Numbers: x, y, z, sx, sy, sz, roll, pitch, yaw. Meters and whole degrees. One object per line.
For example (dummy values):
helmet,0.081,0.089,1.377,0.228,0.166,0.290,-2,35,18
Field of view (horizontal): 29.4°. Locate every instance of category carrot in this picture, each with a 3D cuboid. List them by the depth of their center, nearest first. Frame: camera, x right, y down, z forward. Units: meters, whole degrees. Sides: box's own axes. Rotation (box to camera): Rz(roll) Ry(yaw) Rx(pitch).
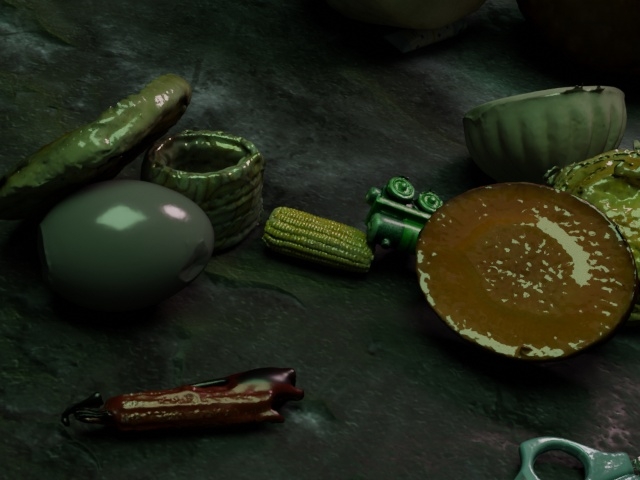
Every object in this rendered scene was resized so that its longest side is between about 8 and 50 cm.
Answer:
carrot,0.274,0.040,1.648,0.307,0.100,0.258,18,76,13

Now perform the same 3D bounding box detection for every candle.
candle,-0.165,0.199,1.492,0.301,0.059,0.084,-3,28,-17

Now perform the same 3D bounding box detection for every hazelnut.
hazelnut,0.557,-0.487,2.264,0.421,0.353,0.421,2,12,0

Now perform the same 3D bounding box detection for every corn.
corn,0.000,0.000,1.768,0.165,0.063,0.085,15,15,5

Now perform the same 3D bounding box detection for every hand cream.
hand cream,0.204,-0.393,2.308,0.170,0.043,0.065,-21,47,-29

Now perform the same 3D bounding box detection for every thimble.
thimble,-0.166,-0.070,1.756,0.190,0.143,0.137,-4,39,-16

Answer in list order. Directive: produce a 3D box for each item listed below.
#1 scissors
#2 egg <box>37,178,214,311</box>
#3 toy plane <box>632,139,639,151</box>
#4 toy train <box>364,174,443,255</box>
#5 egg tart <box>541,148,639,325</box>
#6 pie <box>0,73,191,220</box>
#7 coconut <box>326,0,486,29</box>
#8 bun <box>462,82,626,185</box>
scissors,0.406,0.287,1.516,0.360,0.029,0.191,-14,48,-29
egg,-0.255,0.007,1.618,0.232,0.176,0.176,-1,39,-18
toy plane,0.668,-0.132,2.034,0.286,0.108,0.092,-1,39,8
toy train,0.179,-0.004,1.766,0.251,0.085,0.119,18,44,-8
egg tart,0.432,-0.017,1.737,0.290,0.107,0.291,-1,73,3
pie,-0.309,-0.121,1.688,0.339,0.339,0.077,-35,91,-41
coconut,0.169,-0.572,2.247,0.415,0.345,0.415,-13,19,5
bun,0.359,-0.138,1.921,0.263,0.175,0.263,-6,-2,0
